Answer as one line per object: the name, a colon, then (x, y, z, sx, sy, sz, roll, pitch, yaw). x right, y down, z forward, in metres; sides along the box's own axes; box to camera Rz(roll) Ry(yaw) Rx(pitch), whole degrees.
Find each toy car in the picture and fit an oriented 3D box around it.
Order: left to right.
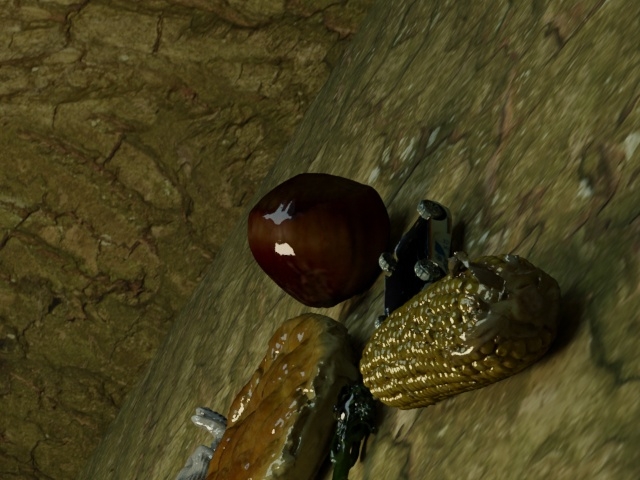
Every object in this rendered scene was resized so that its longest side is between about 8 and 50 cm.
toy car: (0.102, 0.036, 1.371, 0.095, 0.056, 0.205, -55, 15, 30)

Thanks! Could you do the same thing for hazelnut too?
hazelnut: (0.000, 0.000, 1.701, 0.204, 0.178, 0.178, -7, 48, 39)

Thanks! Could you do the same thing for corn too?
corn: (0.104, 0.086, 1.107, 0.106, 0.106, 0.293, -66, 10, -25)

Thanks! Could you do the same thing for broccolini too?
broccolini: (0.029, 0.239, 1.290, 0.057, 0.071, 0.254, -14, 37, 15)

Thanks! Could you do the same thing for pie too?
pie: (-0.054, 0.233, 1.563, 0.339, 0.083, 0.339, -56, 13, 20)

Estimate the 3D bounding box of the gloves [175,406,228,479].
gloves: (-0.155, 0.307, 1.804, 0.119, 0.097, 0.229, -45, 18, 23)
